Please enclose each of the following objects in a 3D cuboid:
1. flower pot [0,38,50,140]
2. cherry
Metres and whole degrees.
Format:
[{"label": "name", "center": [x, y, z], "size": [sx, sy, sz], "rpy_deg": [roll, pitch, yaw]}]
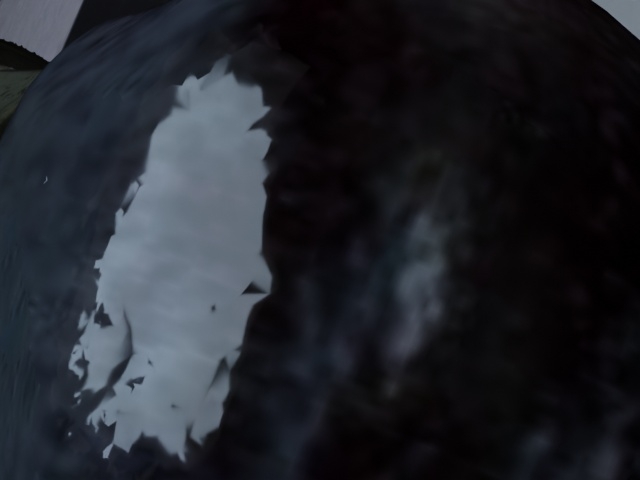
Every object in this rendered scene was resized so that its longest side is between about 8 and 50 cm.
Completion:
[{"label": "flower pot", "center": [-0.176, 0.006, 1.075], "size": [0.259, 0.290, 0.290], "rpy_deg": [1, 66, 56]}, {"label": "cherry", "center": [0.002, 0.031, 0.559], "size": [0.255, 0.218, 0.296], "rpy_deg": [-23, 50, 55]}]
